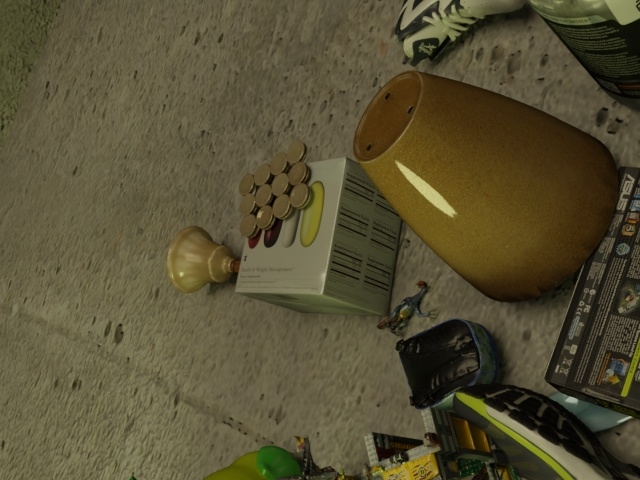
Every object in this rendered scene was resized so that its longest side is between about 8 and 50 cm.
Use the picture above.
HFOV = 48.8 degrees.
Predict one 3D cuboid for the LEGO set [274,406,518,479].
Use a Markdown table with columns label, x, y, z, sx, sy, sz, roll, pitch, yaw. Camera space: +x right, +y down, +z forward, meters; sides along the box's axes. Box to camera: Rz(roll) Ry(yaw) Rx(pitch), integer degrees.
| label | x | y | z | sx | sy | sz | roll | pitch | yaw |
| --- | --- | --- | --- | --- | --- | --- | --- | --- | --- |
| LEGO set | 0.092 | 0.336 | 0.823 | 0.331 | 0.192 | 0.255 | -24 | 58 | 35 |

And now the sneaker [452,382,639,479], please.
| label | x | y | z | sx | sy | sz | roll | pitch | yaw |
| --- | --- | --- | --- | --- | --- | --- | --- | --- | --- |
| sneaker | 0.249 | 0.260 | 0.728 | 0.300 | 0.111 | 0.121 | 38 | 112 | 35 |

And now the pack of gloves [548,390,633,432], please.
| label | x | y | z | sx | sy | sz | roll | pitch | yaw |
| --- | --- | --- | --- | --- | --- | --- | --- | --- | --- |
| pack of gloves | 0.324 | 0.227 | 0.755 | 0.232 | 0.046 | 0.195 | -40 | 49 | 25 |

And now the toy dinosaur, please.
| label | x | y | z | sx | sy | sz | roll | pitch | yaw |
| --- | --- | --- | --- | --- | --- | --- | --- | --- | --- |
| toy dinosaur | 0.120 | 0.092 | 1.011 | 0.090 | 0.047 | 0.082 | 9 | 61 | 55 |

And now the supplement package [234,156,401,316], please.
| label | x | y | z | sx | sy | sz | roll | pitch | yaw |
| --- | --- | --- | --- | --- | --- | --- | --- | --- | --- |
| supplement package | 0.000 | 0.000 | 1.081 | 0.194 | 0.149 | 0.203 | -3 | 71 | 44 |

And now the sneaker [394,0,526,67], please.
| label | x | y | z | sx | sy | sz | roll | pitch | yaw |
| --- | --- | --- | --- | --- | --- | --- | --- | --- | --- |
| sneaker | 0.195 | -0.330 | 1.075 | 0.235 | 0.094 | 0.153 | 30 | 96 | 46 |

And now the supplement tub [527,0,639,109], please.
| label | x | y | z | sx | sy | sz | roll | pitch | yaw |
| --- | --- | --- | --- | --- | --- | --- | --- | --- | --- |
| supplement tub | 0.336 | -0.287 | 0.763 | 0.193 | 0.316 | 0.194 | -18 | 62 | 38 |

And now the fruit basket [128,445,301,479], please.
| label | x | y | z | sx | sy | sz | roll | pitch | yaw |
| --- | --- | --- | --- | --- | --- | --- | --- | --- | --- |
| fruit basket | -0.138 | 0.461 | 0.942 | 0.392 | 0.392 | 0.283 | -57 | 45 | 9 |

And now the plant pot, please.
| label | x | y | z | sx | sy | sz | roll | pitch | yaw |
| --- | --- | --- | --- | --- | --- | --- | --- | --- | --- |
| plant pot | 0.173 | -0.086 | 0.837 | 0.237 | 0.254 | 0.237 | -42 | 32 | 34 |

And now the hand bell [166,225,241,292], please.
| label | x | y | z | sx | sy | sz | roll | pitch | yaw |
| --- | --- | --- | --- | --- | --- | --- | --- | --- | --- |
| hand bell | -0.141 | 0.045 | 1.247 | 0.241 | 0.126 | 0.126 | 6 | 77 | 33 |

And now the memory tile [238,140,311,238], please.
| label | x | y | z | sx | sy | sz | roll | pitch | yaw |
| --- | --- | --- | --- | --- | --- | --- | --- | --- | --- |
| memory tile | -0.070 | -0.075 | 1.062 | 0.148 | 0.012 | 0.113 | -28 | 55 | 35 |

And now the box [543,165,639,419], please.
| label | x | y | z | sx | sy | sz | roll | pitch | yaw |
| --- | --- | --- | --- | --- | --- | --- | --- | --- | --- |
| box | 0.382 | 0.060 | 0.736 | 0.216 | 0.060 | 0.270 | 12 | 74 | 45 |

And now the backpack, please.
| label | x | y | z | sx | sy | sz | roll | pitch | yaw |
| --- | --- | --- | --- | --- | --- | --- | --- | --- | --- |
| backpack | 0.170 | 0.156 | 0.901 | 0.114 | 0.084 | 0.105 | -37 | 52 | 33 |
